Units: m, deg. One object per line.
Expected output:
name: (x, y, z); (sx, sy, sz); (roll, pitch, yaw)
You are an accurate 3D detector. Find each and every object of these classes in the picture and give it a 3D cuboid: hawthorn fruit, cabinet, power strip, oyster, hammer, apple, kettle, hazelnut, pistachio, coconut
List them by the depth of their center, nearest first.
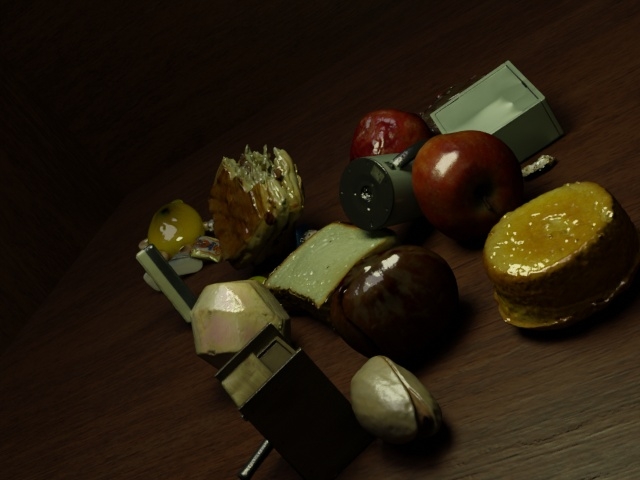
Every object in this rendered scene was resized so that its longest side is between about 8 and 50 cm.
pistachio: (0.117, 0.257, 1.209); (0.124, 0.124, 0.185); (-45, 29, -16)
cabinet: (-0.050, 0.281, 1.299); (0.148, 0.215, 0.175); (-42, 22, -10)
hazelnut: (0.129, 0.104, 1.392); (0.234, 0.218, 0.218); (-41, 21, -1)
hammer: (-0.073, 0.354, 1.453); (0.103, 0.029, 0.246); (-6, 39, 55)
apple: (0.295, -0.122, 1.558); (0.230, 0.230, 0.230); (-32, 22, 15)
oyster: (0.466, -0.156, 1.630); (0.083, 0.019, 0.054); (-30, 21, 25)
coconut: (-0.176, 0.199, 1.665); (0.197, 0.237, 0.236); (-3, -1, -36)
kettle: (0.192, -0.137, 1.710); (0.236, 0.161, 0.221); (-11, -39, -43)
hawthorn fruit: (0.179, -0.198, 1.936); (0.230, 0.210, 0.266); (-26, 43, 45)
power strip: (-0.422, 0.127, 2.149); (0.070, 0.257, 0.105); (-39, 5, -10)

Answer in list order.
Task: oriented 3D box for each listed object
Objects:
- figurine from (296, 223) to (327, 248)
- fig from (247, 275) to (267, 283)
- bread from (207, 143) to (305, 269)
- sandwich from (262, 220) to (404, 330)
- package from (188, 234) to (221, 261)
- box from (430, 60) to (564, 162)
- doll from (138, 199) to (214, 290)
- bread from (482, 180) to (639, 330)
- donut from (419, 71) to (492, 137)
figurine: (0.000, 0.000, 1.978); (0.149, 0.087, 0.086); (-4, 77, 36)
fig: (-0.133, 0.127, 1.915); (0.166, 0.093, 0.093); (-16, 31, 42)
bread: (-0.157, -0.111, 2.095); (0.370, 0.191, 0.314); (-51, 47, 46)
sandwich: (0.033, 0.069, 1.753); (0.271, 0.099, 0.301); (-40, 22, -21)
package: (-0.366, 0.027, 2.495); (0.120, 0.031, 0.108); (13, 38, 5)
box: (0.405, -0.269, 1.770); (0.225, 0.117, 0.225); (-34, 33, 13)
doll: (-0.488, -0.002, 2.665); (0.348, 0.161, 0.423); (4, 41, 28)
bread: (0.387, 0.025, 1.225); (0.268, 0.146, 0.268); (-31, 26, 17)
donut: (0.380, -0.337, 2.018); (0.269, 0.103, 0.270); (-30, 23, 14)
